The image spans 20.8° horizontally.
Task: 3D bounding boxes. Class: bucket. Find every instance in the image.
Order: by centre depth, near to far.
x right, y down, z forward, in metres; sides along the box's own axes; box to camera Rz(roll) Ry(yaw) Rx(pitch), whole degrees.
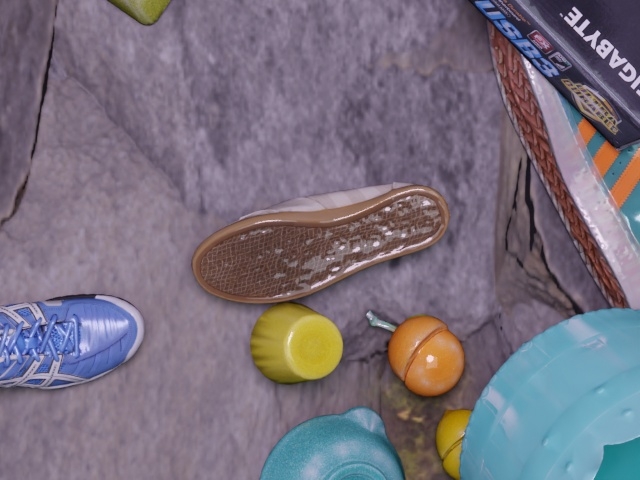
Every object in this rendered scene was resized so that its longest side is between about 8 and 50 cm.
[{"bbox_3d":[0.256,0.198,1.380,0.281,0.183,0.281,-9,116,-19],"label":"bucket"}]

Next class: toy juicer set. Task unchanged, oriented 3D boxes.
[{"bbox_3d":[0.048,0.214,1.466,0.209,0.089,0.329,-2,90,-22],"label":"toy juicer set"}]

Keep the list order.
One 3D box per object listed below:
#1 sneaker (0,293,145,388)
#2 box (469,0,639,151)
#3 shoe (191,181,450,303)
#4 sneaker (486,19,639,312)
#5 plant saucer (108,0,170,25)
[{"bbox_3d":[-0.248,0.091,1.431,0.211,0.081,0.080,-10,92,-5],"label":"sneaker"},{"bbox_3d":[0.235,-0.275,1.381,0.295,0.073,0.293,45,72,-6],"label":"box"},{"bbox_3d":[0.000,0.000,1.459,0.219,0.058,0.077,-13,104,0],"label":"shoe"},{"bbox_3d":[0.241,-0.087,1.449,0.121,0.108,0.302,-28,100,-7],"label":"sneaker"},{"bbox_3d":[-0.170,-0.292,1.401,0.188,0.045,0.188,35,112,-5],"label":"plant saucer"}]
